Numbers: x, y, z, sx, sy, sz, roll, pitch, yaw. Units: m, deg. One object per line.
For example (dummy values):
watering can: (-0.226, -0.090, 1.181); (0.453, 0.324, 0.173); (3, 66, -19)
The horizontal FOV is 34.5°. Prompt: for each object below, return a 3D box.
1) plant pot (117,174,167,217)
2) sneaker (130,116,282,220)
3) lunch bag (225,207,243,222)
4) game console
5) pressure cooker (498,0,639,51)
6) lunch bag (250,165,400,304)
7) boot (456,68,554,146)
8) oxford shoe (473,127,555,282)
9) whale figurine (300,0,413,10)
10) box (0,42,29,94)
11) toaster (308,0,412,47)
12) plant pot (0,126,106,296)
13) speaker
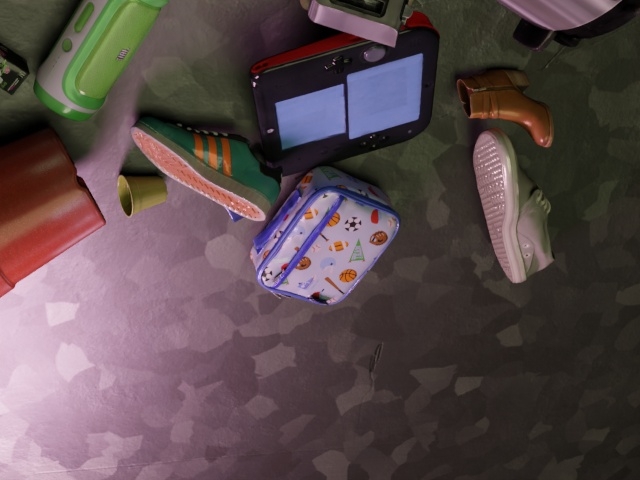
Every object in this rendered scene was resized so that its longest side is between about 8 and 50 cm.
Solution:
plant pot: (-0.339, -0.093, 1.979); (0.079, 0.083, 0.083); (-14, 129, -26)
sneaker: (-0.210, -0.161, 1.951); (0.302, 0.108, 0.121); (32, 66, -12)
lunch bag: (-0.164, -0.088, 2.048); (0.065, 0.067, 0.098); (-28, 129, 0)
game console: (0.050, -0.258, 1.913); (0.342, 0.060, 0.386); (-21, 156, -7)
pressure cooker: (0.424, -0.556, 1.754); (0.420, 0.376, 0.369); (24, 148, -33)
lunch bag: (0.000, 0.000, 2.134); (0.243, 0.115, 0.303); (19, 121, -32)
boot: (0.367, -0.257, 2.056); (0.152, 0.197, 0.073); (-10, 147, -23)
oxford shoe: (0.425, -0.083, 2.218); (0.130, 0.169, 0.449); (-23, 136, 0)
whale figurine: (0.045, -0.490, 1.822); (0.216, 0.141, 0.272); (-44, 103, 8)
box: (-0.547, -0.299, 1.755); (0.052, 0.062, 0.083); (-46, 126, 12)
toaster: (0.070, -0.429, 1.687); (0.185, 0.110, 0.168); (17, 84, -2)
plant pot: (-0.543, -0.055, 1.822); (0.265, 0.272, 0.272); (-30, 129, -9)
speaker: (-0.368, -0.350, 1.747); (0.131, 0.131, 0.296); (25, 112, -33)
